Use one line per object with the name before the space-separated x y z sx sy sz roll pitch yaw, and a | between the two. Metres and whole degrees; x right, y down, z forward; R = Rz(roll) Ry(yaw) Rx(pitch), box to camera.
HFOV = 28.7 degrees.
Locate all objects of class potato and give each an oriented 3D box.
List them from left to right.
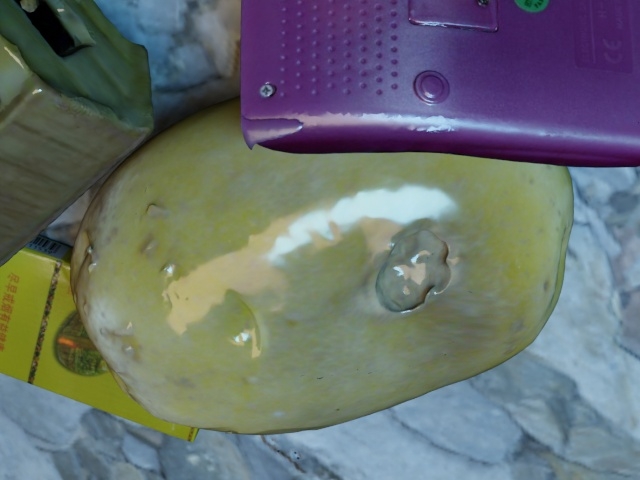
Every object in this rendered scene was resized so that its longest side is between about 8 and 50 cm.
potato | 0.000 0.000 0.577 0.233 0.146 0.150 -15 140 -1

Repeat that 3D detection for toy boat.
toy boat | -0.200 -0.053 0.600 0.445 0.136 0.162 -34 98 28

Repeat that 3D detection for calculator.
calculator | 0.062 -0.094 0.518 0.190 0.127 0.034 2 160 -6

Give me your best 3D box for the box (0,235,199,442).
box | -0.130 0.049 0.690 0.155 0.023 0.087 20 115 1
